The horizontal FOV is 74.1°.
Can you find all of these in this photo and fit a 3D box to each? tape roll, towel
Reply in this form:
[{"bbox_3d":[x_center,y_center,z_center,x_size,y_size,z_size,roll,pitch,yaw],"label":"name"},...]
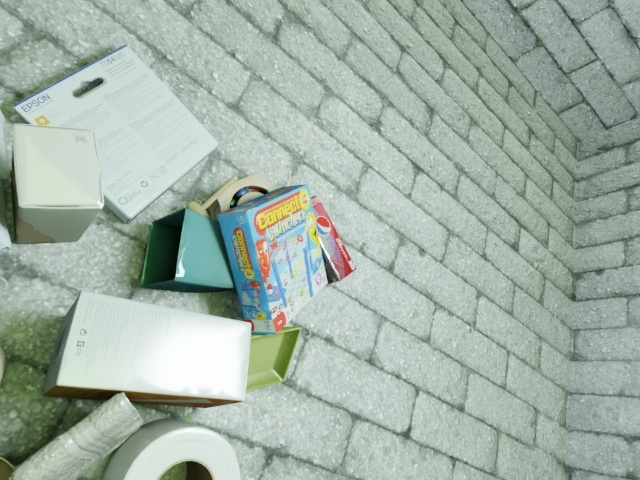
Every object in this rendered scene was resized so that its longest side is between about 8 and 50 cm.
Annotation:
[{"bbox_3d":[-0.312,0.509,0.881,0.246,0.169,0.246,10,72,-34],"label":"tape roll"},{"bbox_3d":[-0.422,0.374,0.771,0.187,0.282,0.049,-36,77,-32],"label":"towel"}]

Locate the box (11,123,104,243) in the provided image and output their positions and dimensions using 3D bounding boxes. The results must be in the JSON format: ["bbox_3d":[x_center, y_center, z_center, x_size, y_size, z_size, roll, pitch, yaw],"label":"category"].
[{"bbox_3d":[-0.509,-0.091,0.805,0.121,0.311,0.148,-4,80,-37],"label":"box"}]

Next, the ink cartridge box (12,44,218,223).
[{"bbox_3d":[-0.474,-0.264,1.036,0.330,0.071,0.324,47,56,-13],"label":"ink cartridge box"}]

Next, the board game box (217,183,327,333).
[{"bbox_3d":[-0.105,0.034,1.099,0.308,0.086,0.302,-38,121,-58],"label":"board game box"}]

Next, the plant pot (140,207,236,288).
[{"bbox_3d":[-0.281,0.048,1.040,0.234,0.165,0.165,21,65,-44],"label":"plant pot"}]

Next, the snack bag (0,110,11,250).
[{"bbox_3d":[-0.595,-0.198,0.708,0.037,0.323,0.342,-14,62,-21],"label":"snack bag"}]

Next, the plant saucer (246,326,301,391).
[{"bbox_3d":[-0.157,0.297,1.080,0.188,0.045,0.188,-2,120,-40],"label":"plant saucer"}]

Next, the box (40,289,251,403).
[{"bbox_3d":[-0.350,0.244,0.883,0.345,0.215,0.168,18,58,-31],"label":"box"}]

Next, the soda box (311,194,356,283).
[{"bbox_3d":[0.000,0.000,1.298,0.083,0.092,0.263,-32,98,-37],"label":"soda box"}]

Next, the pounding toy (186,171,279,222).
[{"bbox_3d":[-0.205,-0.085,1.129,0.269,0.155,0.154,-35,95,-38],"label":"pounding toy"}]

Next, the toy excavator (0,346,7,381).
[{"bbox_3d":[-0.721,0.038,0.707,0.433,0.222,0.445,22,79,-28],"label":"toy excavator"}]

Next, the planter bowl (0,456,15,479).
[{"bbox_3d":[-0.606,0.439,0.718,0.162,0.109,0.162,10,72,-35],"label":"planter bowl"}]
